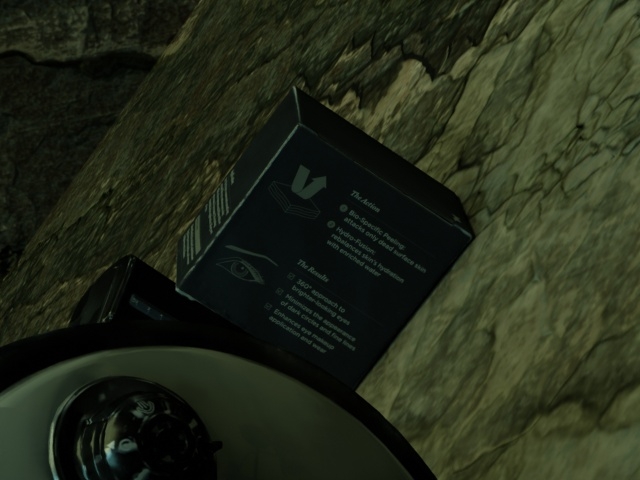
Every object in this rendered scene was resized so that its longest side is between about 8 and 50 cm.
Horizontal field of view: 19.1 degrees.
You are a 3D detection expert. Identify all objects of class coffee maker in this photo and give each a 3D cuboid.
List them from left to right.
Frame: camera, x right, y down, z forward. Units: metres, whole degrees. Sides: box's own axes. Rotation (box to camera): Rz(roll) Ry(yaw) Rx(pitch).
[{"bbox_3d":[-0.110,0.093,1.505,0.120,0.178,0.171,-47,20,28],"label":"coffee maker"}]

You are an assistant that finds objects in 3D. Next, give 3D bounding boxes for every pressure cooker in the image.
[{"bbox_3d":[-0.117,0.236,0.938,0.420,0.375,0.370,-35,25,53],"label":"pressure cooker"}]

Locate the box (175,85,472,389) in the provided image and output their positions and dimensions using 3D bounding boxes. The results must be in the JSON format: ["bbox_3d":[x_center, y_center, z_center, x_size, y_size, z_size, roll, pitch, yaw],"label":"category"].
[{"bbox_3d":[0.000,0.000,1.403,0.158,0.156,0.093,-52,16,16],"label":"box"}]
